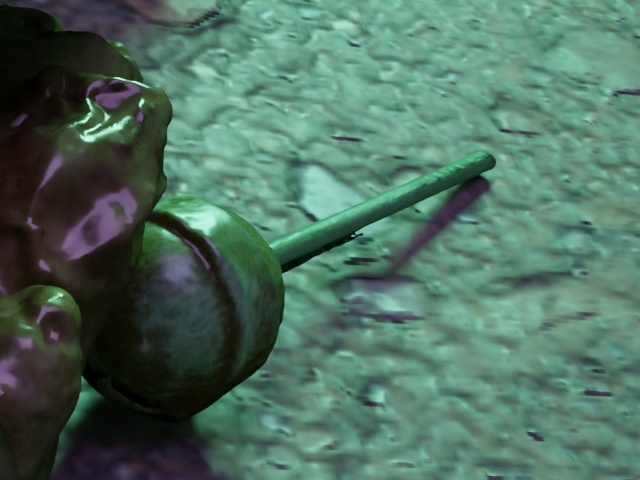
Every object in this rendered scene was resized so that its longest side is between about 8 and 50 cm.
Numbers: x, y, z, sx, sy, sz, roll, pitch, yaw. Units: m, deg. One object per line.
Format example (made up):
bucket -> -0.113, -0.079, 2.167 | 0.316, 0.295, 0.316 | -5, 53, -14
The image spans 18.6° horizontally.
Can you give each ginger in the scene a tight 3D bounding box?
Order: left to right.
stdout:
ginger -> -0.090, -0.001, 0.490 | 0.074, 0.137, 0.213 | 51, 23, -27

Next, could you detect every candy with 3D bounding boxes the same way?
candy -> 0.000, 0.000, 0.586 | 0.061, 0.061, 0.202 | 36, 32, 20

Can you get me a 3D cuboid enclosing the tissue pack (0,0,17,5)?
tissue pack -> -0.154, -0.154, 0.463 | 0.185, 0.225, 0.124 | -11, 12, 10
